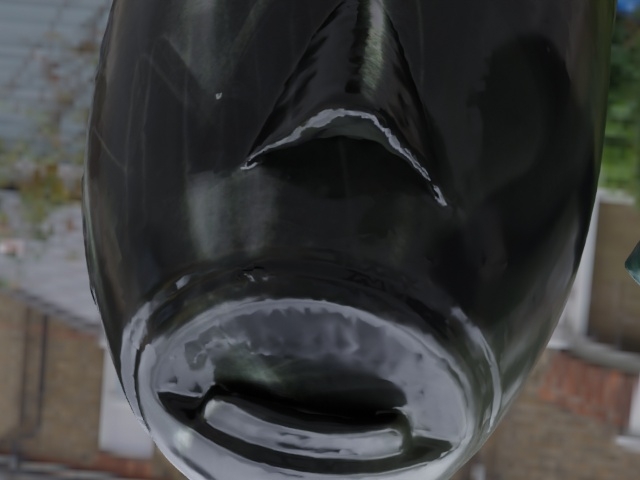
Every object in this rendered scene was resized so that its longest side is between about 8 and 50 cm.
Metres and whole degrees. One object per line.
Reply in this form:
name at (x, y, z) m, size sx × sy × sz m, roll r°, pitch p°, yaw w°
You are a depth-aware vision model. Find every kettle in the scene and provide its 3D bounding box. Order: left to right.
kettle at (0.000, 0.000, 0.831) m, size 0.228 × 0.321 × 0.324 m, roll 12°, pitch -137°, yaw -2°

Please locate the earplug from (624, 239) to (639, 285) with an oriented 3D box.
earplug at (0.213, -0.074, 0.812) m, size 0.257 × 0.164 × 0.280 m, roll 6°, pitch 160°, yaw 44°
